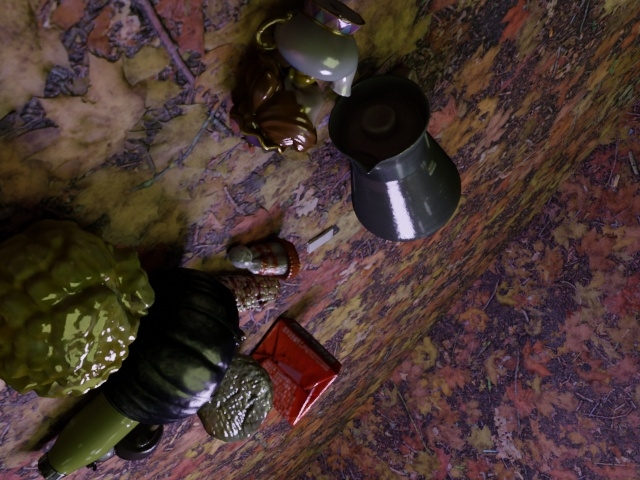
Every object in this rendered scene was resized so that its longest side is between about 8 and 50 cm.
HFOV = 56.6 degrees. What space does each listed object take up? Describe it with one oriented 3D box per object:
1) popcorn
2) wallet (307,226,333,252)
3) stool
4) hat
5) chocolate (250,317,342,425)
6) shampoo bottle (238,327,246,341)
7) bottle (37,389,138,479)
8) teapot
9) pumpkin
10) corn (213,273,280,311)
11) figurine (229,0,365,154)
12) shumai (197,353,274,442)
[{"bbox_3d":[-0.379,0.102,0.875,0.258,0.224,0.270,-49,150,-6],"label":"popcorn"},{"bbox_3d":[0.000,0.000,1.542,0.083,0.011,0.044,-34,153,-21],"label":"wallet"},{"bbox_3d":[-0.467,0.466,1.424,0.217,0.125,0.121,-17,156,-31],"label":"stool"},{"bbox_3d":[-0.133,0.042,1.325,0.162,0.112,0.094,-4,108,-41],"label":"hat"},{"bbox_3d":[-0.081,0.381,1.765,0.235,0.237,0.108,-54,164,19],"label":"chocolate"},{"bbox_3d":[-0.293,0.291,1.493,0.236,0.068,0.067,-27,151,-30],"label":"shampoo bottle"},{"bbox_3d":[-0.506,0.425,1.319,0.260,0.112,0.112,-42,156,-3],"label":"bottle"},{"bbox_3d":[0.167,-0.184,1.265,0.344,0.253,0.300,55,49,-61],"label":"teapot"},{"bbox_3d":[-0.295,0.170,1.087,0.295,0.296,0.296,-35,154,-20],"label":"pumpkin"},{"bbox_3d":[-0.182,0.124,1.363,0.092,0.092,0.280,-54,155,20],"label":"corn"},{"bbox_3d":[-0.039,-0.250,0.938,0.189,0.142,0.263,16,124,-27],"label":"figurine"},{"bbox_3d":[-0.246,0.415,1.693,0.204,0.222,0.272,-93,-152,-70],"label":"shumai"}]
